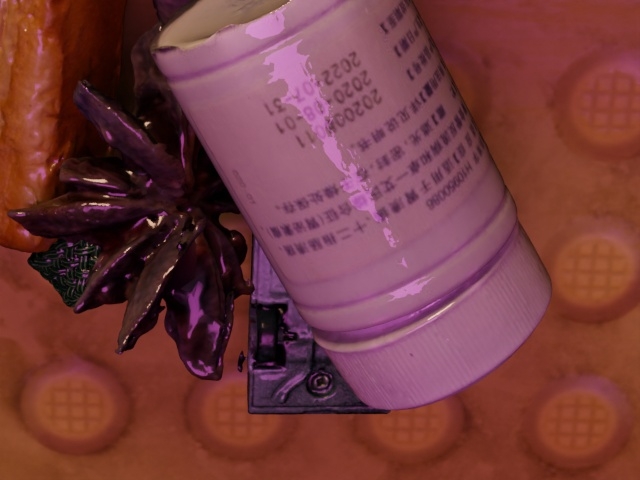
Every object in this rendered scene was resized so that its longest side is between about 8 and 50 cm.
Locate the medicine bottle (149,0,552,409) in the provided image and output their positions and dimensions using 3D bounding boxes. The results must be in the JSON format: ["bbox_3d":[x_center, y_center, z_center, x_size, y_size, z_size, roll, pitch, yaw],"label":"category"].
[{"bbox_3d":[0.030,-0.052,1.162,0.190,0.190,0.332,-25,110,11],"label":"medicine bottle"}]

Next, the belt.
[{"bbox_3d":[-0.175,-0.006,1.322,0.151,0.121,0.079,-43,105,5],"label":"belt"}]

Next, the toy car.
[{"bbox_3d":[0.000,0.000,1.330,0.141,0.097,0.321,0,109,-6],"label":"toy car"}]

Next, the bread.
[{"bbox_3d":[-0.249,-0.170,1.235,0.195,0.149,0.344,20,115,15],"label":"bread"}]

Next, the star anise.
[{"bbox_3d":[-0.124,-0.029,1.201,0.129,0.212,0.283,1,101,43],"label":"star anise"}]

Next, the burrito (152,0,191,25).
[{"bbox_3d":[-0.085,-0.314,1.151,0.107,0.175,0.348,19,150,14],"label":"burrito"}]
